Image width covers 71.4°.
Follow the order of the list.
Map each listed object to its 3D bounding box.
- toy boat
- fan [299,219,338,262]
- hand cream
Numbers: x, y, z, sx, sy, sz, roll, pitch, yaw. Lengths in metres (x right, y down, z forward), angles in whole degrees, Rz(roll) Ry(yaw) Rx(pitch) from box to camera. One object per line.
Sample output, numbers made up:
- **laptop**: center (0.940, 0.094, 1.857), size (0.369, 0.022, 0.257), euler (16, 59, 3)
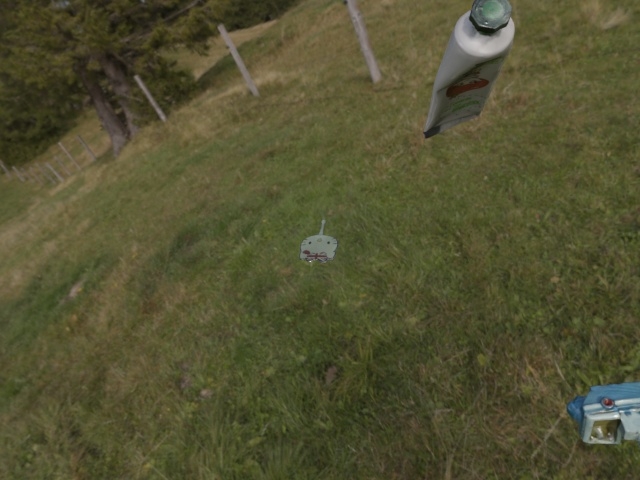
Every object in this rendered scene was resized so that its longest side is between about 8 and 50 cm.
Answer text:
- **toy boat**: center (0.468, 0.262, 0.612), size (0.215, 0.088, 0.102), euler (-6, 35, 14)
- **fan**: center (0.000, 0.000, 0.633), size (0.056, 0.004, 0.083), euler (1, 47, 14)
- **hand cream**: center (0.239, -0.260, 0.725), size (0.121, 0.076, 0.336), euler (-19, -13, 4)
